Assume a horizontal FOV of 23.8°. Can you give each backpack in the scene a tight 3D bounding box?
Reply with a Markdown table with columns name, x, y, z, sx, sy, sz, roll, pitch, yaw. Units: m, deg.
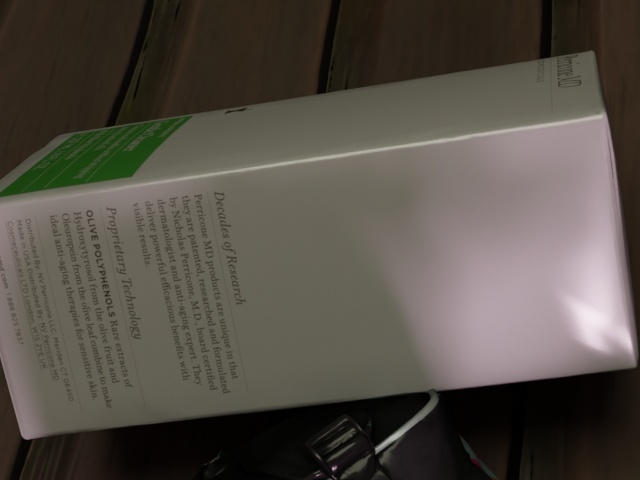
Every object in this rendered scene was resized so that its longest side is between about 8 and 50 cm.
| name | x | y | z | sx | sy | sz | roll | pitch | yaw |
| --- | --- | --- | --- | --- | --- | --- | --- | --- | --- |
| backpack | -0.005 | 0.184 | 0.772 | 0.225 | 0.253 | 0.191 | -36 | 96 | -11 |

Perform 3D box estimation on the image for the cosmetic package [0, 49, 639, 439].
| name | x | y | z | sx | sy | sz | roll | pitch | yaw |
| --- | --- | --- | --- | --- | --- | --- | --- | --- | --- |
| cosmetic package | 0.000 | 0.000 | 0.925 | 0.365 | 0.155 | 0.197 | -9 | 15 | 10 |
